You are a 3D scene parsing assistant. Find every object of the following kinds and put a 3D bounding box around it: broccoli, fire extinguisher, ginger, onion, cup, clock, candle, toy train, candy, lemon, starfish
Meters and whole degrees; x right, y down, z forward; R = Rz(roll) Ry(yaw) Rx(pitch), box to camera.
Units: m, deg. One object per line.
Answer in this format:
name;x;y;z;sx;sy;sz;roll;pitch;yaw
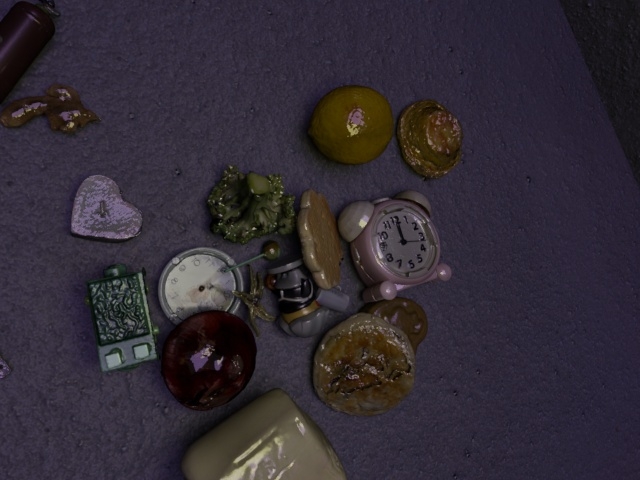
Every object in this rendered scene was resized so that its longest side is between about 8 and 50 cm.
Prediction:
broccoli;-0.191;-0.098;1.239;0.263;0.243;0.247;47;66;0
fire extinguisher;-0.765;-0.515;1.115;0.138;0.102;0.344;32;73;-26
ginger;-0.696;-0.324;1.150;0.214;0.059;0.133;-31;92;-25
onion;-0.268;0.323;1.164;0.272;0.195;0.272;-8;102;-39
cup;0.028;0.165;1.411;0.116;0.074;0.104;25;46;-23
clock;0.238;0.008;1.459;0.342;0.184;0.326;-14;86;-31
candle;-0.572;-0.064;1.169;0.168;0.068;0.192;-39;98;-26
clock;-0.334;0.135;1.255;0.236;0.053;0.236;2;85;-27
toy train;-0.490;0.192;1.109;0.159;0.188;0.271;-10;90;-23
candy;-0.197;0.052;1.302;0.202;0.061;0.061;-25;94;-41
lemon;0.101;-0.358;1.401;0.267;0.267;0.267;3;83;-23
starfish;-0.192;0.174;1.278;0.050;0.217;0.223;-18;57;11

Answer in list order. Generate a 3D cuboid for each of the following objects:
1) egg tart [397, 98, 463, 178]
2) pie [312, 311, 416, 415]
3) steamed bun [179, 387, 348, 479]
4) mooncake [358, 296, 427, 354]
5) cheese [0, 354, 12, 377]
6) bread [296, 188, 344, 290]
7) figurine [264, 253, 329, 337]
egg tart;0.411;-0.373;1.605;0.294;0.123;0.294;4;81;-23
pie;0.132;0.386;1.356;0.339;0.077;0.339;0;103;2
steamed bun;-0.140;0.627;1.157;0.371;0.290;0.456;-28;109;-30
mooncake;0.229;0.286;1.455;0.235;0.117;0.235;1;87;-23
cheese;-0.794;0.240;1.053;0.097;0.037;0.192;-35;99;-22
bread;0.000;0.000;1.323;0.054;0.316;0.316;-11;88;19
figurine;-0.078;0.170;1.310;0.133;0.176;0.236;-27;102;-42
